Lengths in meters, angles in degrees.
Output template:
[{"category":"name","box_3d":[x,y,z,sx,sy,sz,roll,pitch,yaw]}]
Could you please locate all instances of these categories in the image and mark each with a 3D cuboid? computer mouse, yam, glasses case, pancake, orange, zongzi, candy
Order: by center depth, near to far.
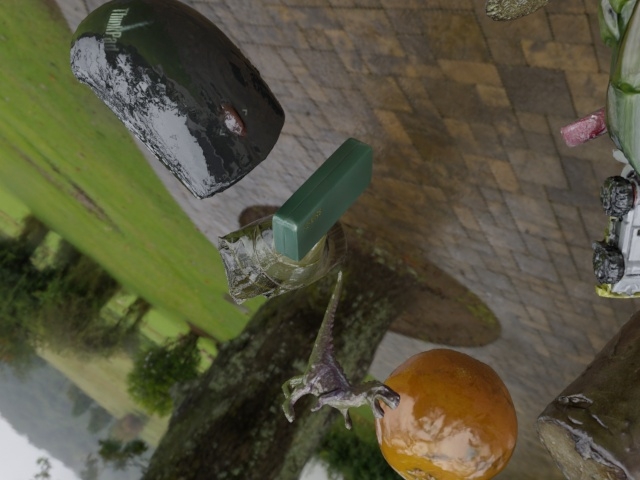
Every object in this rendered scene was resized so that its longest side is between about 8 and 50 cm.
[{"category":"yam","box_3d":[0.353,0.134,0.720,0.131,0.280,0.131,46,164,17]},{"category":"computer mouse","box_3d":[-0.167,-0.189,0.852,0.269,0.170,0.100,46,161,-12]},{"category":"glasses case","box_3d":[0.006,-0.057,0.948,0.039,0.184,0.077,28,146,22]},{"category":"candy","box_3d":[0.472,-0.200,1.228,0.043,0.103,0.103,64,161,0]},{"category":"zongzi","box_3d":[0.000,0.000,1.338,0.318,0.289,0.154,-18,92,47]},{"category":"orange","box_3d":[0.269,0.385,1.518,0.312,0.312,0.312,29,164,9]},{"category":"pancake","box_3d":[0.451,-0.549,1.540,0.199,0.199,0.021,73,175,-67]}]

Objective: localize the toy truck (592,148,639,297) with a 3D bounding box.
[{"category":"toy truck","box_3d":[0.498,-0.039,1.102,0.137,0.285,0.111,-1,-156,-2]}]

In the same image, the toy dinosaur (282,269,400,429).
[{"category":"toy dinosaur","box_3d":[0.013,0.208,1.191,0.072,0.200,0.251,47,-167,-52]}]

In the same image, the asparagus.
[{"category":"asparagus","box_3d":[0.245,-0.183,0.524,0.080,0.080,0.287,19,123,38]}]
